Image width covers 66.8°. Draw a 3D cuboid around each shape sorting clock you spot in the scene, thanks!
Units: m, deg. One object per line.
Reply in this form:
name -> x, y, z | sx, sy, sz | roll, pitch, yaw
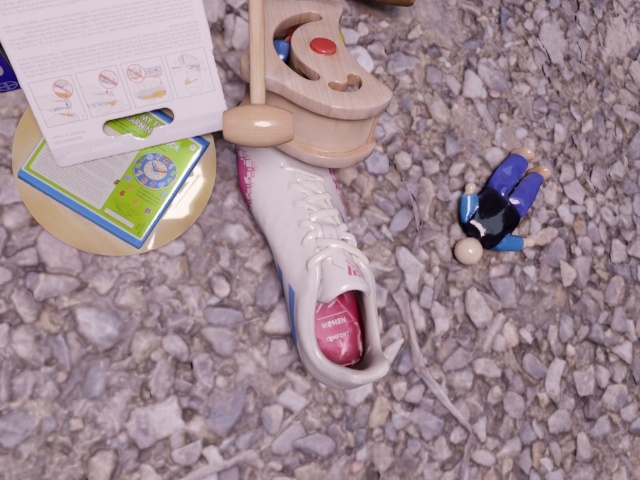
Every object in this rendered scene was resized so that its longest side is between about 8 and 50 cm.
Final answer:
shape sorting clock -> -0.217, -0.086, 0.524 | 0.206, 0.040, 0.207 | 0, 91, -10

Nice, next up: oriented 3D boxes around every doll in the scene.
doll -> 0.249, -0.039, 0.668 | 0.129, 0.046, 0.189 | 45, 72, -7

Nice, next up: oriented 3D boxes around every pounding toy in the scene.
pounding toy -> -0.001, -0.183, 0.495 | 0.154, 0.155, 0.270 | 10, 50, -6

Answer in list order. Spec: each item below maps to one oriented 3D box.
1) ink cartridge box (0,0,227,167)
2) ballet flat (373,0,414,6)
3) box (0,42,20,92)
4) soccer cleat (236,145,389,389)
ink cartridge box -> -0.206, -0.208, 0.469 | 0.188, 0.066, 0.233 | -15, 125, -9
ballet flat -> -0.011, -0.419, 0.609 | 0.124, 0.116, 0.343 | -32, 93, 1
box -> -0.370, -0.177, 0.442 | 0.137, 0.126, 0.072 | -22, 91, -19
soccer cleat -> 0.000, 0.000, 0.530 | 0.115, 0.143, 0.332 | -17, 88, -19
